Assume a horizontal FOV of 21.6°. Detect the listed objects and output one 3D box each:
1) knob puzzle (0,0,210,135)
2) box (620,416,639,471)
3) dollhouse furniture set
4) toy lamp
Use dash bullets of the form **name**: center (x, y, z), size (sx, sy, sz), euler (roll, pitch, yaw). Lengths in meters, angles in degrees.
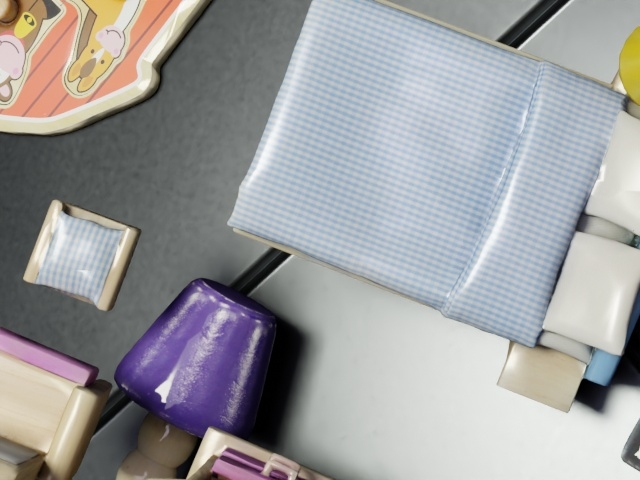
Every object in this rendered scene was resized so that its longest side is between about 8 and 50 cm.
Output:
- **knob puzzle**: center (-0.160, -0.146, 0.964), size (0.213, 0.030, 0.213), euler (-5, 79, 25)
- **box**: center (0.282, 0.085, 0.646), size (0.270, 0.143, 0.165), euler (29, 93, 27)
- **dollhouse furniture set**: center (0.000, 0.000, 0.712), size (0.286, 0.198, 0.303), euler (23, 90, 3)
- **toy lamp**: center (-0.105, 0.149, 0.858), size (0.080, 0.080, 0.274), euler (31, 94, 27)
